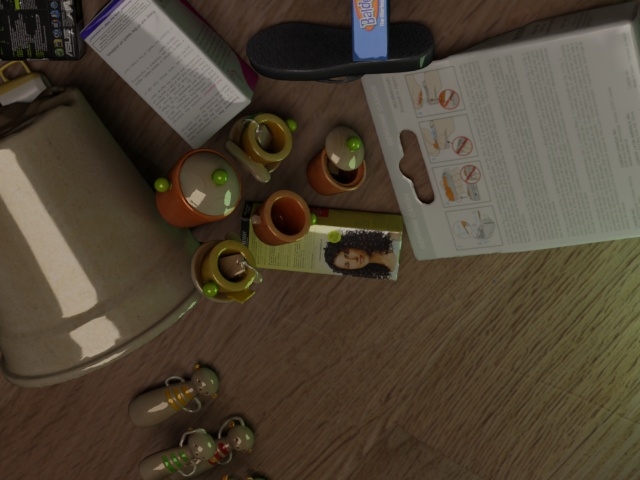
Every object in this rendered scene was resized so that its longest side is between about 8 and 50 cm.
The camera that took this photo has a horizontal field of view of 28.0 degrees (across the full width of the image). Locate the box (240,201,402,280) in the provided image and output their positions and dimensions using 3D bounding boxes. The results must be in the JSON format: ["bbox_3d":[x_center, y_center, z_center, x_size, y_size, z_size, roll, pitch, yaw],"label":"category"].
[{"bbox_3d":[0.000,0.000,1.855,0.232,0.058,0.087,5,119,2],"label":"box"}]

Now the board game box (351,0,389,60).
[{"bbox_3d":[0.064,-0.332,1.621,0.047,0.210,0.160,0,114,5],"label":"board game box"}]

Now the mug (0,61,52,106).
[{"bbox_3d":[-0.412,-0.209,1.789,0.064,0.062,0.078,-28,117,7],"label":"mug"}]

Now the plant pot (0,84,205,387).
[{"bbox_3d":[-0.351,-0.027,1.716,0.333,0.334,0.305,-22,111,13],"label":"plant pot"}]

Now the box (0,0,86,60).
[{"bbox_3d":[-0.419,-0.338,1.740,0.184,0.045,0.191,1,115,6],"label":"box"}]

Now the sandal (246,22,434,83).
[{"bbox_3d":[0.026,-0.243,1.733,0.254,0.097,0.054,1,141,4],"label":"sandal"}]

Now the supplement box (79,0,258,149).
[{"bbox_3d":[-0.199,-0.248,1.729,0.114,0.111,0.220,-40,106,19],"label":"supplement box"}]

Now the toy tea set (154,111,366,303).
[{"bbox_3d":[-0.065,-0.076,1.699,0.200,0.336,0.124,53,145,-8],"label":"toy tea set"}]

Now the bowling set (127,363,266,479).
[{"bbox_3d":[-0.176,0.360,1.962,0.154,0.200,0.287,-26,114,13],"label":"bowling set"}]

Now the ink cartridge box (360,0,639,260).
[{"bbox_3d":[0.281,-0.139,1.784,0.385,0.091,0.308,-7,115,25],"label":"ink cartridge box"}]
